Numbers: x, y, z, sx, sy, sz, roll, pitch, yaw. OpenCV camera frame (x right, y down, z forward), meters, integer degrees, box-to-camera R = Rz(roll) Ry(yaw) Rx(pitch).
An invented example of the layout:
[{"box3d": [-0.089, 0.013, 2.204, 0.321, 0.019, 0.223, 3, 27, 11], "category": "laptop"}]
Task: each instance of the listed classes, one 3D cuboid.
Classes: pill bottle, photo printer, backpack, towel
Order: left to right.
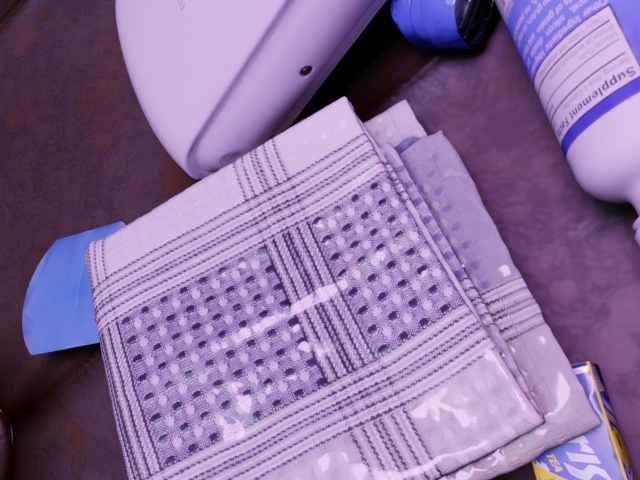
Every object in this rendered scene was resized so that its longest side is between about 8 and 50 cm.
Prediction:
[{"box3d": [-0.079, -0.225, 0.614, 0.307, 0.107, 0.256, -46, 58, 36], "category": "photo printer"}, {"box3d": [-0.015, 0.056, 0.503, 0.324, 0.056, 0.312, -26, 58, 4], "category": "towel"}, {"box3d": [0.100, -0.221, 0.568, 0.101, 0.098, 0.120, 7, 94, 34], "category": "backpack"}, {"box3d": [0.220, -0.119, 0.443, 0.152, 0.152, 0.271, -25, 71, 21], "category": "pill bottle"}]

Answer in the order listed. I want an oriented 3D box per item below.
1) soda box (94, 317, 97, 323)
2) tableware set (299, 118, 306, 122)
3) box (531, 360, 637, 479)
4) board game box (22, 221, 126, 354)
[{"box3d": [-0.076, 0.103, 0.594, 0.263, 0.083, 0.092, 32, 94, 31], "category": "soda box"}, {"box3d": [0.000, 0.000, 0.605, 0.128, 0.039, 0.194, -41, 68, 1], "category": "tableware set"}, {"box3d": [0.183, 0.170, 0.457, 0.059, 0.054, 0.168, -20, 69, 23], "category": "box"}, {"box3d": [-0.247, 0.055, 0.726, 0.169, 0.033, 0.133, -13, 61, 27], "category": "board game box"}]
